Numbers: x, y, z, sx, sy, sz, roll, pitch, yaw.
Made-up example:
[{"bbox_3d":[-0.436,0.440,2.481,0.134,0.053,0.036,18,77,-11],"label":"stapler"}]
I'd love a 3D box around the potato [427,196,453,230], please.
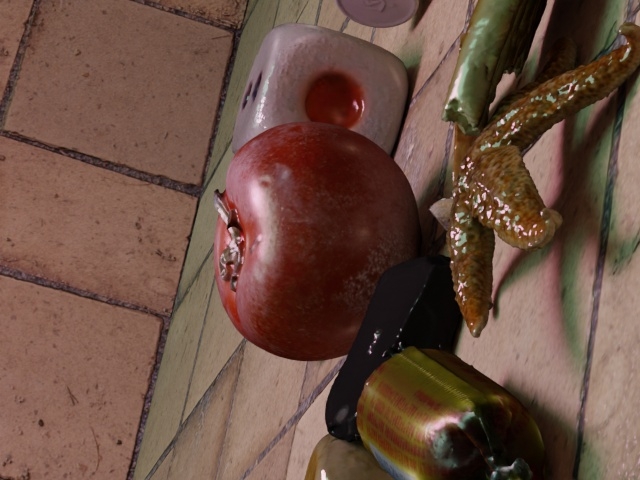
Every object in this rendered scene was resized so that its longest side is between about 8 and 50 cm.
[{"bbox_3d":[0.146,-0.012,1.817,0.037,0.036,0.093,-37,35,0],"label":"potato"}]

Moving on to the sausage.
[{"bbox_3d":[0.117,0.160,1.457,0.317,0.117,0.125,-159,71,-78],"label":"sausage"}]

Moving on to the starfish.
[{"bbox_3d":[0.165,-0.049,1.573,0.327,0.094,0.375,118,176,-59],"label":"starfish"}]

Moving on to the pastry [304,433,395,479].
[{"bbox_3d":[0.026,0.268,1.821,0.156,0.092,0.156,-164,90,-86],"label":"pastry"}]

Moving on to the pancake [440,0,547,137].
[{"bbox_3d":[0.188,-0.238,1.725,0.376,0.054,0.197,-60,-19,-44],"label":"pancake"}]

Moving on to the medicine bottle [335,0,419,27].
[{"bbox_3d":[0.090,-0.412,2.450,0.139,0.139,0.236,123,162,-56],"label":"medicine bottle"}]

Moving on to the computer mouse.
[{"bbox_3d":[0.082,0.112,1.813,0.122,0.073,0.217,-5,57,61],"label":"computer mouse"}]

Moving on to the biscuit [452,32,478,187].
[{"bbox_3d":[0.149,-0.125,1.831,0.250,0.035,0.162,67,-150,-82],"label":"biscuit"}]

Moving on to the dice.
[{"bbox_3d":[-0.001,-0.170,2.384,0.192,0.193,0.194,178,108,-77],"label":"dice"}]

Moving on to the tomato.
[{"bbox_3d":[0.000,0.000,2.010,0.270,0.227,0.270,178,90,-76],"label":"tomato"}]
